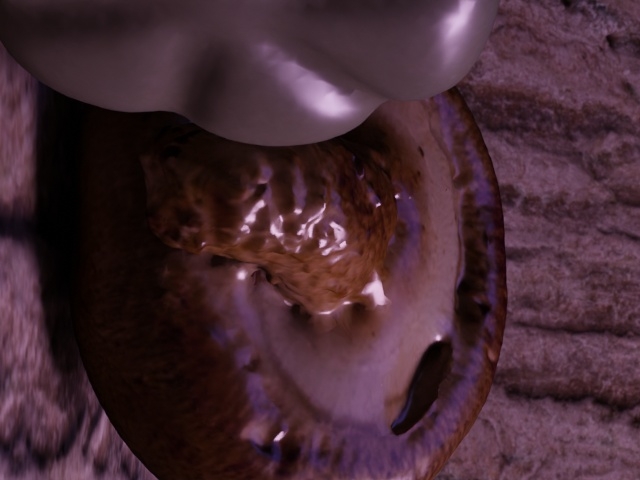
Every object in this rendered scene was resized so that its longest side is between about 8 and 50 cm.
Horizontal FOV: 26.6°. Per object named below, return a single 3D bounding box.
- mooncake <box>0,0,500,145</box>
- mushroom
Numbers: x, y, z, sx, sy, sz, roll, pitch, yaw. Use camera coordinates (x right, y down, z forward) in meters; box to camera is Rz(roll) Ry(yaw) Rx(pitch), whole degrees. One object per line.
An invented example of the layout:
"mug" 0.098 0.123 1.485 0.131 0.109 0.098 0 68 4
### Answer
"mooncake" -0.040 -0.152 0.604 0.275 0.275 0.135 84 13 -56
"mushroom" -0.016 0.002 0.863 0.345 0.239 0.345 -19 118 -40
